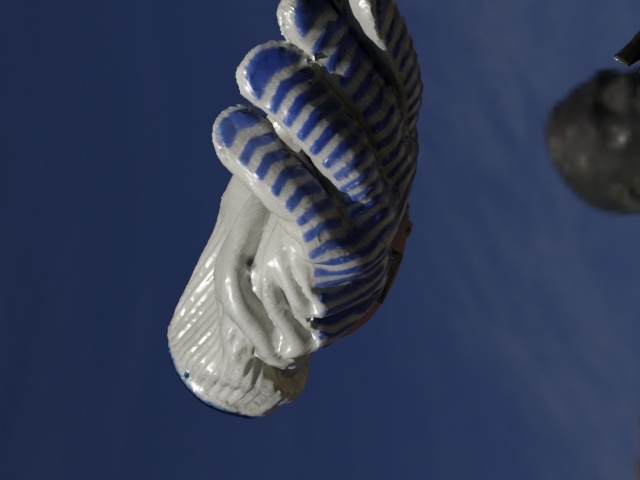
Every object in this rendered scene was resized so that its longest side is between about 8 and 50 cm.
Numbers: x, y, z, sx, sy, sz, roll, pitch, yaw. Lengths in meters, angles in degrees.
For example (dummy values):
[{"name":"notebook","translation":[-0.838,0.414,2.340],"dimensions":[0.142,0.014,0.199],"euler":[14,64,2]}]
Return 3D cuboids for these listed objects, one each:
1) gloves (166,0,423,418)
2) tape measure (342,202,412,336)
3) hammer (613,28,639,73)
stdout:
[{"name":"gloves","translation":[-0.009,-0.020,0.811],"dimensions":[0.119,0.097,0.229],"euler":[-102,20,-48]},{"name":"tape measure","translation":[0.000,0.000,1.144],"dimensions":[0.125,0.074,0.118],"euler":[19,-87,-54]},{"name":"hammer","translation":[0.268,-0.205,1.287],"dimensions":[0.137,0.037,0.290],"euler":[-58,-8,-13]}]
